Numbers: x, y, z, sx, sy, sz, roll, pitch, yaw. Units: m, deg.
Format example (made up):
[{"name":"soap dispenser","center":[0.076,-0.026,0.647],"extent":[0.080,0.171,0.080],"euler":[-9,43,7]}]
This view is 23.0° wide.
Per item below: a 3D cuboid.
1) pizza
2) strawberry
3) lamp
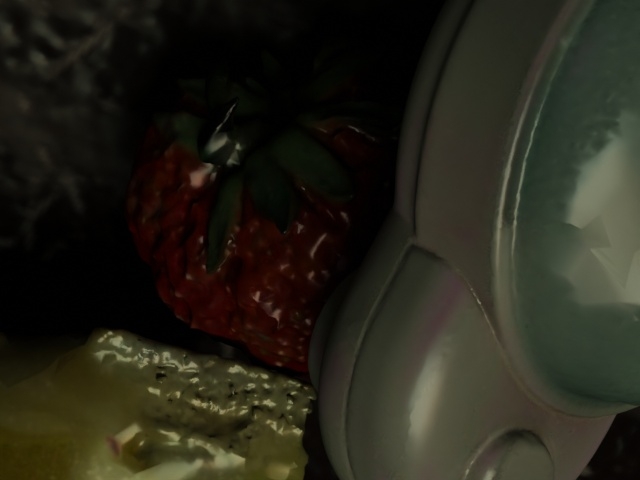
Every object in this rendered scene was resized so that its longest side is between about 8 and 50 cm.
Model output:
[{"name":"pizza","center":[-0.114,0.089,0.590],"extent":[0.204,0.080,0.188],"euler":[20,152,-17]},{"name":"strawberry","center":[-0.005,0.002,0.576],"extent":[0.131,0.131,0.148],"euler":[-7,124,-10]},{"name":"lamp","center":[0.096,-0.009,0.488],"extent":[0.179,0.108,0.246],"euler":[33,90,-46]}]
